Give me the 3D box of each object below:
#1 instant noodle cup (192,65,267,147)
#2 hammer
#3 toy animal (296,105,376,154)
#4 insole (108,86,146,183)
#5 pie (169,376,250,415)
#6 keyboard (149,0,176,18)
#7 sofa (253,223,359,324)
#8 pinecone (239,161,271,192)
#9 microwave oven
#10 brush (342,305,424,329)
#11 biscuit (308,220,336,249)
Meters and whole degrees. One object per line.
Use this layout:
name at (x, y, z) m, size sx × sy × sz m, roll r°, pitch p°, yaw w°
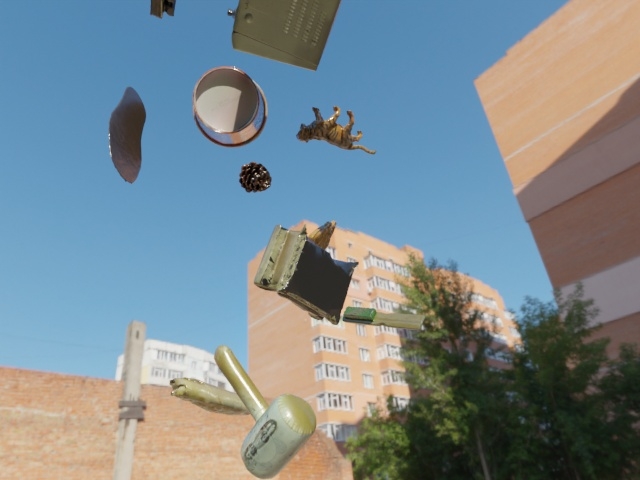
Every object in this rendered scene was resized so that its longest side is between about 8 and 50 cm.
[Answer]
instant noodle cup at (-0.288, -0.425, 1.449) m, size 0.250 × 0.251 × 0.192 m, roll -1°, pitch 7°, yaw -7°
hammer at (-0.155, 0.363, 1.049) m, size 0.202 × 0.305 × 0.113 m, roll -53°, pitch -27°, yaw 17°
toy animal at (0.067, -0.304, 1.353) m, size 0.255 × 0.117 × 0.114 m, roll 21°, pitch -7°, yaw -21°
insole at (-0.404, -0.236, 0.977) m, size 0.007 × 0.328 × 0.111 m, roll -18°, pitch -46°, yaw 3°
pie at (-0.290, 0.450, 1.305) m, size 0.282 × 0.069 × 0.128 m, roll 30°, pitch -34°, yaw -34°
keyboard at (-0.188, -0.417, 0.601) m, size 0.027 × 0.317 × 0.106 m, roll 6°, pitch -34°, yaw -17°
sofa at (-0.049, 0.098, 1.272) m, size 0.258 × 0.200 × 0.182 m, roll 35°, pitch -27°, yaw -34°
pinecone at (-0.156, -0.149, 1.105) m, size 0.077 × 0.077 × 0.083 m, roll 11°, pitch 8°, yaw -26°
microwave oven at (-0.063, -0.645, 1.162) m, size 0.247 × 0.394 × 0.333 m, roll 18°, pitch -54°, yaw -7°
brush at (0.196, 0.247, 1.495) m, size 0.282 × 0.054 × 0.048 m, roll 0°, pitch -45°, yaw 33°
biscuit at (0.000, 0.000, 1.571) m, size 0.035 × 0.163 × 0.250 m, roll 29°, pitch 3°, yaw 15°
